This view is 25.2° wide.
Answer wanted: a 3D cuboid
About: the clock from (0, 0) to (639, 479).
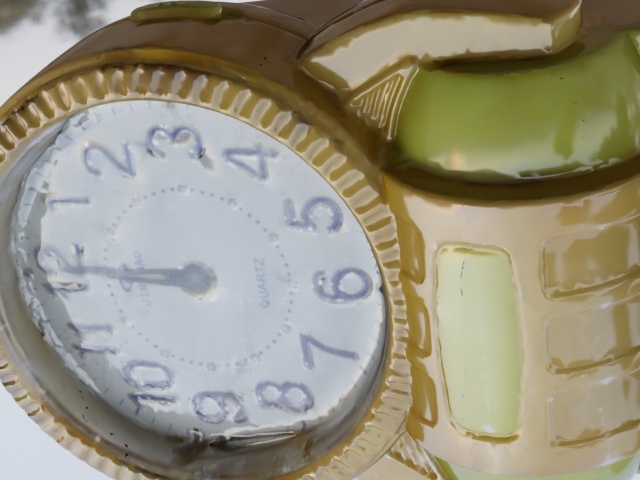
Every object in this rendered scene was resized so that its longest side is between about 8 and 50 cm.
[{"bbox_3d":[0.000,0.000,0.658,0.317,0.244,0.200,-1,-157,15],"label":"clock"}]
